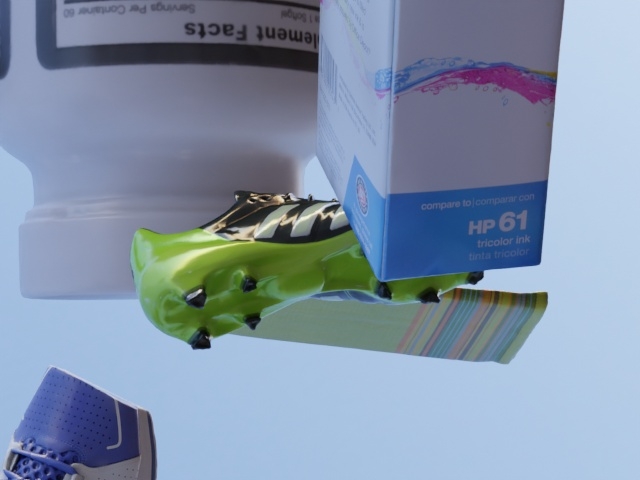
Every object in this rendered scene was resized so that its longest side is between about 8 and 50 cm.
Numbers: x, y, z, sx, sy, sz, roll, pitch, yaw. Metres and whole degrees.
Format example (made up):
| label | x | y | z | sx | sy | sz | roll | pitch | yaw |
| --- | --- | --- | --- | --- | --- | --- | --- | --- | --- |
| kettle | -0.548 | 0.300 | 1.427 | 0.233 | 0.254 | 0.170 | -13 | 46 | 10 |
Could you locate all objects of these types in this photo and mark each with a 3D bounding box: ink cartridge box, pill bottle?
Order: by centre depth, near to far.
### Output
| label | x | y | z | sx | sy | sz | roll | pitch | yaw |
| --- | --- | --- | --- | --- | --- | --- | --- | --- | --- |
| ink cartridge box | 0.032 | -0.063 | 0.543 | 0.088 | 0.052 | 0.122 | -114 | 21 | -59 |
| pill bottle | -0.089 | -0.149 | 1.084 | 0.210 | 0.210 | 0.363 | 2 | -93 | -51 |

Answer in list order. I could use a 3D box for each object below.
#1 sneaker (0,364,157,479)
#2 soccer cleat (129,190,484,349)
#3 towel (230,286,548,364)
| label | x | y | z | sx | sy | sz | roll | pitch | yaw |
| --- | --- | --- | --- | --- | --- | --- | --- | --- | --- |
| sneaker | -0.254 | 0.265 | 1.592 | 0.182 | 0.127 | 0.315 | 19 | -90 | -67 |
| soccer cleat | 0.000 | 0.000 | 0.873 | 0.179 | 0.060 | 0.072 | -11 | -141 | -18 |
| towel | 0.033 | 0.047 | 1.331 | 0.237 | 0.102 | 0.021 | 7 | -119 | -10 |
